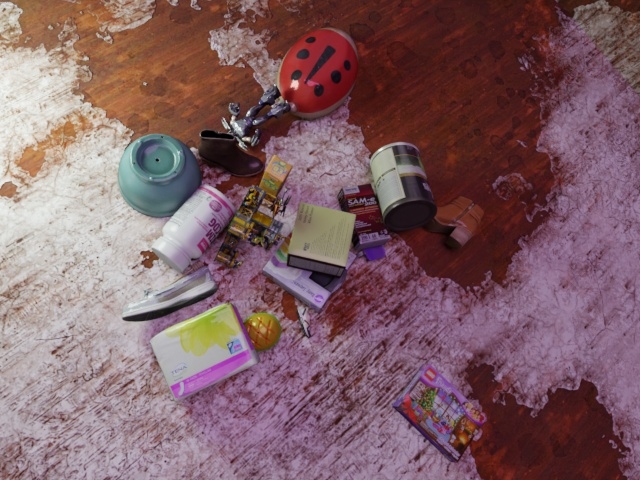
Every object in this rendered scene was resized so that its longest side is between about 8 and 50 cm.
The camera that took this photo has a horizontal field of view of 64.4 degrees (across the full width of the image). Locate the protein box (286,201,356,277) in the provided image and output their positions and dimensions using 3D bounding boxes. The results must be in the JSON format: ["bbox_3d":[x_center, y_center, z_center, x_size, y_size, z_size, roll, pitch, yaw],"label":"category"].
[{"bbox_3d":[0.000,0.000,1.775,0.201,0.136,0.200,13,68,-2],"label":"protein box"}]

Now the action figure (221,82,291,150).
[{"bbox_3d":[-0.256,-0.462,1.925,0.285,0.099,0.185,-38,90,-3],"label":"action figure"}]

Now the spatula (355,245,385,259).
[{"bbox_3d":[0.113,0.069,1.925,0.296,0.030,0.084,-20,67,-16],"label":"spatula"}]

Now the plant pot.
[{"bbox_3d":[-0.556,-0.246,1.753,0.292,0.196,0.293,4,74,-13],"label":"plant pot"}]

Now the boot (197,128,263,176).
[{"bbox_3d":[-0.316,-0.313,1.828,0.248,0.207,0.090,8,73,-12],"label":"boot"}]

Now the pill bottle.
[{"bbox_3d":[-0.435,-0.040,1.745,0.160,0.160,0.283,37,69,-2],"label":"pill bottle"}]

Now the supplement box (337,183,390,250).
[{"bbox_3d":[0.164,-0.092,1.948,0.130,0.073,0.240,-11,69,-19],"label":"supplement box"}]

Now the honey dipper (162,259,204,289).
[{"bbox_3d":[-0.476,0.124,1.759,0.160,0.030,0.030,-38,87,-18],"label":"honey dipper"}]

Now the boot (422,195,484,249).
[{"bbox_3d":[0.516,-0.122,2.054,0.283,0.109,0.220,37,61,10],"label":"boot"}]

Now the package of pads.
[{"bbox_3d":[-0.375,0.352,1.645,0.296,0.101,0.229,-26,81,-3],"label":"package of pads"}]

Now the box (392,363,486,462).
[{"bbox_3d":[0.431,0.621,1.840,0.293,0.057,0.201,43,68,0],"label":"box"}]

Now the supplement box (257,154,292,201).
[{"bbox_3d":[-0.167,-0.217,1.826,0.078,0.233,0.080,32,69,-4],"label":"supplement box"}]

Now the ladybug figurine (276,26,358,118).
[{"bbox_3d":[-0.001,-0.688,2.043,0.305,0.162,0.450,30,69,-5],"label":"ladybug figurine"}]

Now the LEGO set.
[{"bbox_3d":[-0.210,-0.024,1.737,0.192,0.331,0.255,27,49,-8],"label":"LEGO set"}]

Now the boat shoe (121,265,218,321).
[{"bbox_3d":[-0.505,0.181,1.692,0.320,0.118,0.103,-21,75,-23],"label":"boat shoe"}]

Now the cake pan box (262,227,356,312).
[{"bbox_3d":[-0.035,0.092,1.844,0.266,0.070,0.246,34,71,7],"label":"cake pan box"}]

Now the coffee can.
[{"bbox_3d":[0.309,-0.204,1.930,0.201,0.202,0.276,0,58,-15],"label":"coffee can"}]

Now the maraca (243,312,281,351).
[{"bbox_3d":[-0.224,0.320,1.735,0.185,0.099,0.127,-21,79,-1],"label":"maraca"}]

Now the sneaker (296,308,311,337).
[{"bbox_3d":[-0.049,0.293,1.816,0.043,0.040,0.109,-14,79,-20],"label":"sneaker"}]
